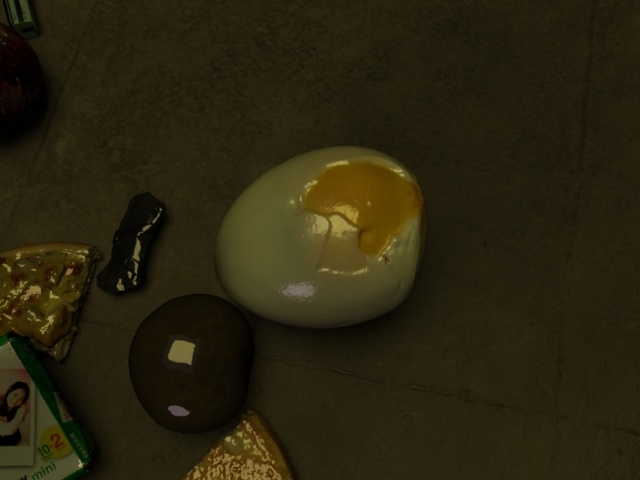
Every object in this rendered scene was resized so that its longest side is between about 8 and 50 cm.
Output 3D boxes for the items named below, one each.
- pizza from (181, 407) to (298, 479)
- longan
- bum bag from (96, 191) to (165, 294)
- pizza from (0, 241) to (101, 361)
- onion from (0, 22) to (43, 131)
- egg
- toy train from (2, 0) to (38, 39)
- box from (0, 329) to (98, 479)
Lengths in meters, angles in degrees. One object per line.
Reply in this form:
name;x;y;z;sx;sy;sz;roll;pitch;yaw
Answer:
pizza;-0.169;0.411;1.064;0.287;0.075;0.280;-14;66;0
longan;-0.200;0.190;1.085;0.198;0.198;0.212;-1;85;2
bum bag;-0.328;0.006;1.230;0.087;0.049;0.198;4;69;30
pizza;-0.529;0.114;1.180;0.323;0.089;0.223;-16;67;-3
onion;-0.637;-0.304;1.280;0.246;0.190;0.246;12;48;-14
egg;0.000;0.000;1.093;0.345;0.283;0.283;-12;70;6
toy train;-0.632;-0.531;1.433;0.048;0.055;0.252;-20;71;-4
box;-0.476;0.283;1.070;0.180;0.103;0.250;-31;91;-7
